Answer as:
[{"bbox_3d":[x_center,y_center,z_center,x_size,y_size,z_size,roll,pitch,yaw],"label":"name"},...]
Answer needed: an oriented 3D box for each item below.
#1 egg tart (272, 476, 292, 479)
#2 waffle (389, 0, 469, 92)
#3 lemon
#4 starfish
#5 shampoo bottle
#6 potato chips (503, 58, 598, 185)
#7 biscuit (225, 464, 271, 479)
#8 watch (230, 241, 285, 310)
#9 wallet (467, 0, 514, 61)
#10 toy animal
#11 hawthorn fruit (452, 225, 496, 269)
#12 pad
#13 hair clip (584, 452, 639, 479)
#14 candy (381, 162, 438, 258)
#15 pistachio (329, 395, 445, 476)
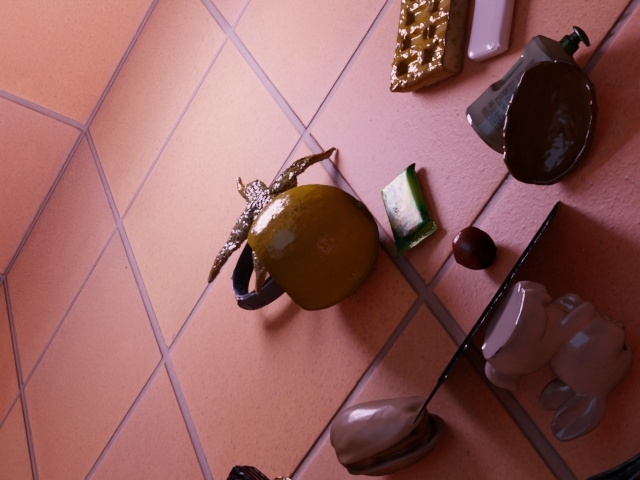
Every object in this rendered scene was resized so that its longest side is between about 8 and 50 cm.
[{"bbox_3d":[-0.089,0.508,1.912,0.130,0.052,0.130,-30,48,40],"label":"egg tart"},{"bbox_3d":[0.219,-0.424,2.004,0.168,0.057,0.274,-17,57,51],"label":"waffle"},{"bbox_3d":[0.000,0.000,1.921,0.219,0.240,0.240,-39,38,7],"label":"lemon"},{"bbox_3d":[-0.098,-0.051,2.133,0.347,0.078,0.358,-18,45,22],"label":"starfish"},{"bbox_3d":[0.353,-0.261,1.683,0.234,0.087,0.118,-48,45,28],"label":"shampoo bottle"},{"bbox_3d":[0.368,-0.188,1.612,0.150,0.049,0.202,9,105,28],"label":"potato chips"},{"bbox_3d":[-0.083,0.513,1.818,0.252,0.070,0.106,33,99,37],"label":"biscuit"},{"bbox_3d":[-0.109,0.047,2.190,0.206,0.068,0.193,-23,49,45],"label":"watch"},{"bbox_3d":[0.321,-0.423,1.878,0.095,0.033,0.190,-14,61,50],"label":"wallet"},{"bbox_3d":[0.319,0.157,1.389,0.178,0.193,0.127,-56,8,6],"label":"toy animal"},{"bbox_3d":[0.257,0.014,1.682,0.077,0.077,0.077,-32,47,42],"label":"hawthorn fruit"},{"bbox_3d":[0.258,0.100,1.537,0.367,0.007,0.247,-59,-9,14],"label":"pad"},{"bbox_3d":[0.452,0.243,1.296,0.275,0.048,0.083,-53,34,14],"label":"hair clip"},{"bbox_3d":[0.162,-0.057,1.893,0.102,0.032,0.178,-45,39,32],"label":"candy"},{"bbox_3d":[0.103,0.321,1.676,0.223,0.126,0.152,-24,17,47],"label":"pistachio"}]
